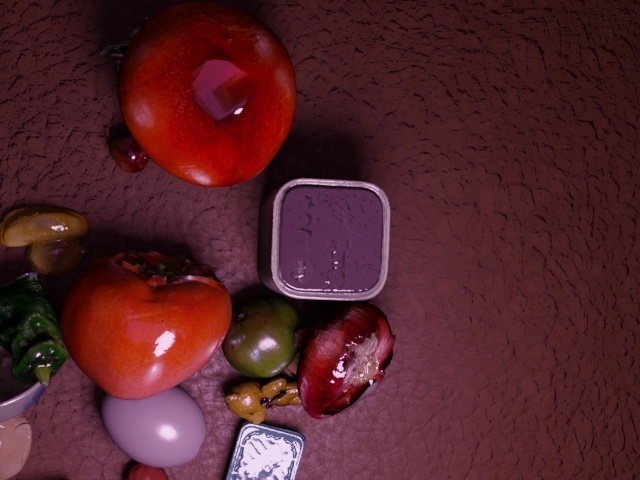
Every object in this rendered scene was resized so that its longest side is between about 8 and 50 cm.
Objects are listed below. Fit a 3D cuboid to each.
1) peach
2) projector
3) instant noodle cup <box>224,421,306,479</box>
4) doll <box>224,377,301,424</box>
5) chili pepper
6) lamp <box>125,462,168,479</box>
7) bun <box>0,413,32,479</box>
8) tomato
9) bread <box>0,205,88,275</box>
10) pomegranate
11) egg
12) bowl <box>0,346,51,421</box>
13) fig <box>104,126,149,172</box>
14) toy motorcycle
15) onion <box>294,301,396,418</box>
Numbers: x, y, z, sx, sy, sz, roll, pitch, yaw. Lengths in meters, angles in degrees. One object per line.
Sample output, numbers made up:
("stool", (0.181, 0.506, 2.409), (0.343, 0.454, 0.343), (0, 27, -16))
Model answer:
("peach", (-0.217, -0.299, 1.549), (0.387, 0.388, 0.389), (0, 90, -12))
("projector", (0.000, 0.000, 1.672), (0.248, 0.249, 0.248), (2, 89, -12))
("instant noodle cup", (-0.129, 0.505, 1.737), (0.157, 0.070, 0.179), (17, 87, -10))
("doll", (-0.109, 0.359, 1.706), (0.209, 0.137, 0.097), (-4, 65, -7))
("chili pepper", (-0.577, 0.183, 1.498), (0.136, 0.270, 0.099), (-12, 132, -32))
("lamp", (-0.381, 0.532, 1.675), (0.101, 0.090, 0.101), (8, 110, 21))
("bun", (-0.693, 0.426, 1.597), (0.166, 0.113, 0.173), (-15, 95, -12))
("tomato", (-0.356, 0.170, 1.576), (0.341, 0.341, 0.273), (10, 107, -11))
("bread", (-0.599, 0.002, 1.645), (0.187, 0.065, 0.150), (6, 94, -13))
("pomegranate", (-0.111, 0.229, 1.698), (0.225, 0.187, 0.187), (43, 81, -33))
("egg", (-0.359, 0.386, 1.636), (0.231, 0.176, 0.176), (26, 85, -4))
("bowl", (-0.675, 0.269, 1.559), (0.289, 0.289, 0.146), (1, 132, -12))
("fig", (-0.435, -0.204, 1.676), (0.125, 0.089, 0.089), (27, 84, 14))
("toy motorcycle", (-0.386, -0.435, 1.686), (0.190, 0.074, 0.106), (-39, 88, -8))
("onion", (0.034, 0.239, 1.613), (0.195, 0.272, 0.272), (36, 82, 26))
